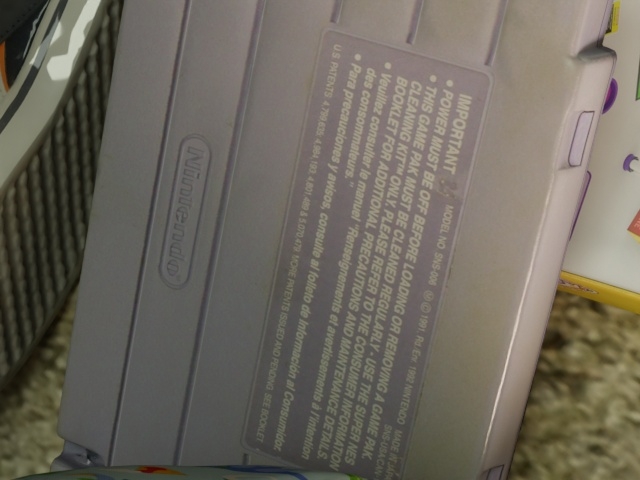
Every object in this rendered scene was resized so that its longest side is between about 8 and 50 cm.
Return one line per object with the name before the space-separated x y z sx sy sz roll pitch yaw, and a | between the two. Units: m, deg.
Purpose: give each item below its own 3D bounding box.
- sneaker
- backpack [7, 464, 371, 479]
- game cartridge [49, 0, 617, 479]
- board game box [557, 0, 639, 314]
sneaker | -0.176 -0.068 0.865 0.127 0.126 0.321 19 78 18
backpack | -0.088 0.195 0.618 0.290 0.355 0.273 -8 99 28
game cartridge | 0.000 0.000 0.763 0.230 0.068 0.355 18 109 17
board game box | 0.172 -0.084 0.779 0.316 0.064 0.242 18 86 21
